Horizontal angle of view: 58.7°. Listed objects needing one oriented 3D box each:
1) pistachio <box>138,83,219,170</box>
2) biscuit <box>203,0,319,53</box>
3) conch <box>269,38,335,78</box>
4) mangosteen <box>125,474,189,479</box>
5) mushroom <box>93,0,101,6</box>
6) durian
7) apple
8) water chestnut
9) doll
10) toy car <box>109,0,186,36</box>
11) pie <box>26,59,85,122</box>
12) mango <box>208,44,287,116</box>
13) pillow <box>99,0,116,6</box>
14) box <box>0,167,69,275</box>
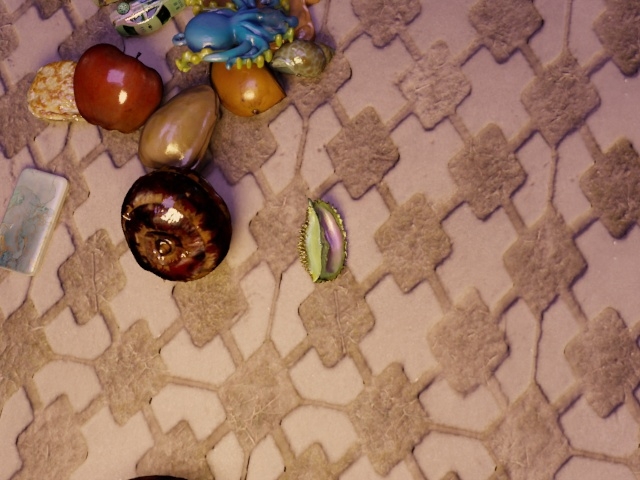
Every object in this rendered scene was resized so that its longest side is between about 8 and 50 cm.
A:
[{"bbox_3d":[-0.376,-0.300,1.512,0.212,0.163,0.261,22,77,21],"label":"pistachio"},{"bbox_3d":[-0.157,-0.677,1.619,0.351,0.057,0.312,24,83,10],"label":"biscuit"},{"bbox_3d":[-0.051,-0.494,1.540,0.172,0.116,0.106,0,80,8],"label":"conch"},{"bbox_3d":[-0.364,0.729,1.209,0.380,0.381,0.422,21,93,9],"label":"mangosteen"},{"bbox_3d":[-0.718,-0.836,1.694,0.100,0.081,0.312,-38,79,-2],"label":"mushroom"},{"bbox_3d":[-0.005,0.001,1.450,0.095,0.137,0.221,-6,82,39],"label":"durian"},{"bbox_3d":[-0.537,-0.402,1.525,0.233,0.234,0.234,-1,79,5],"label":"apple"},{"bbox_3d":[-0.347,-0.054,1.430,0.299,0.300,0.300,-1,79,5],"label":"water chestnut"},{"bbox_3d":[-0.222,-0.550,1.493,0.341,0.099,0.346,-10,57,-14],"label":"doll"},{"bbox_3d":[-0.485,-0.650,1.628,0.224,0.090,0.076,-23,81,0],"label":"toy car"},{"bbox_3d":[-0.720,-0.413,1.607,0.205,0.084,0.179,0,82,3],"label":"pie"},{"bbox_3d":[-0.216,-0.436,1.536,0.166,0.136,0.236,-33,67,6],"label":"mango"},{"bbox_3d":[-0.537,-0.839,1.643,0.312,0.119,0.310,-23,74,-16],"label":"pillow"},{"bbox_3d":[-0.801,-0.052,1.566,0.142,0.044,0.285,16,81,4],"label":"box"}]
